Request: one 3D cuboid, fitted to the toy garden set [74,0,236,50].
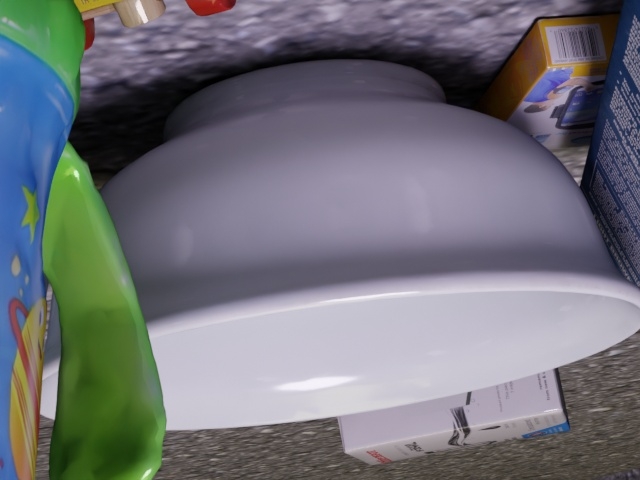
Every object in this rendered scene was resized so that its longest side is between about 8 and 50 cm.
[{"bbox_3d":[-0.161,-0.098,0.490,0.203,0.049,0.244,-13,164,20],"label":"toy garden set"}]

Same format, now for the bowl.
[{"bbox_3d":[0.000,0.000,0.762,0.297,0.134,0.298,-8,164,-2],"label":"bowl"}]

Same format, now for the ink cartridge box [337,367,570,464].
[{"bbox_3d":[0.124,0.149,1.473,0.203,0.086,0.148,-12,165,9],"label":"ink cartridge box"}]

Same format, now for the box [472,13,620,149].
[{"bbox_3d":[0.127,-0.073,0.778,0.081,0.028,0.136,-6,163,-12],"label":"box"}]

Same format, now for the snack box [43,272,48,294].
[{"bbox_3d":[-0.221,0.000,0.760,0.174,0.070,0.207,-4,163,-13],"label":"snack box"}]

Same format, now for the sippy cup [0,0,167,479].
[{"bbox_3d":[-0.180,0.041,0.465,0.305,0.224,0.240,-2,165,-19],"label":"sippy cup"}]

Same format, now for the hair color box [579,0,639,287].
[{"bbox_3d":[0.217,-0.060,0.660,0.174,0.105,0.347,-26,165,-2],"label":"hair color box"}]
